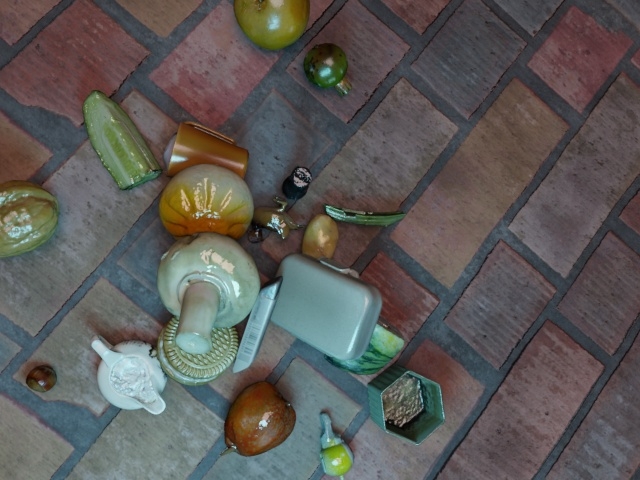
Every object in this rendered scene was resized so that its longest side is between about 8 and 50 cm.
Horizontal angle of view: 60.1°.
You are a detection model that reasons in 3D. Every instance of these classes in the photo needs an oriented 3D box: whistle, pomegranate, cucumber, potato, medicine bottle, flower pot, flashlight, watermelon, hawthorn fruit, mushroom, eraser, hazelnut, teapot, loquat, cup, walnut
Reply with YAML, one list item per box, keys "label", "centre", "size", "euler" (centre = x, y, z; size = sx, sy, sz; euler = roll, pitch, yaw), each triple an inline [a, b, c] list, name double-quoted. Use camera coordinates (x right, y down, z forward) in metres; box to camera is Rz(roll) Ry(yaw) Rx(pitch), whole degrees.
- label: "whistle"
  centre: [0.048, 0.681, 1.836]
  size: [0.122, 0.123, 0.223]
  euler: [-12, 72, -11]
- label: "pomegranate"
  centre: [0.031, -0.591, 1.925]
  size: [0.205, 0.159, 0.159]
  euler: [45, 78, -29]
- label: "cucumber"
  centre: [-0.652, -0.322, 1.791]
  size: [0.145, 0.105, 0.326]
  euler: [-32, 92, 15]
- label: "potato"
  centre: [0.000, 0.000, 1.880]
  size: [0.118, 0.109, 0.178]
  euler: [15, 87, -31]
- label: "medicine bottle"
  centre: [0.003, 0.202, 1.748]
  size: [0.374, 0.123, 0.283]
  euler: [24, 97, 34]
- label: "flower pot"
  centre: [0.282, 0.540, 1.846]
  size: [0.209, 0.189, 0.240]
  euler: [-6, 85, -11]
- label: "flashlight"
  centre: [-0.072, -0.189, 1.819]
  size: [0.092, 0.232, 0.093]
  euler: [1, 87, -11]
- label: "watermelon"
  centre: [0.147, 0.327, 1.880]
  size: [0.212, 0.201, 0.262]
  euler: [30, 122, -7]
- label: "hawthorn fruit"
  centre: [-0.213, 0.579, 1.739]
  size: [0.262, 0.210, 0.211]
  euler: [-39, 93, -13]
- label: "mushroom"
  centre: [-0.328, 0.156, 1.657]
  size: [0.314, 0.315, 0.357]
  euler: [-10, 78, -11]
- label: "eraser"
  centre: [-0.199, 0.268, 1.761]
  size: [0.061, 0.089, 0.352]
  euler: [21, 106, 4]
- label: "hazelnut"
  centre: [-0.856, 0.425, 1.701]
  size: [0.085, 0.086, 0.086]
  euler: [1, 85, -11]
- label: "teapot"
  centre: [-0.598, 0.406, 1.713]
  size: [0.208, 0.166, 0.300]
  euler: [-44, 104, 1]
- label: "loquat"
  centre: [-0.162, -0.778, 1.858]
  size: [0.262, 0.263, 0.263]
  euler: [1, 85, -11]
- label: "cup"
  centre: [-0.375, -0.286, 1.819]
  size: [0.263, 0.182, 0.226]
  euler: [14, 51, -16]
- label: "walnut"
  centre: [-0.918, -0.072, 1.659]
  size: [0.257, 0.257, 0.224]
  euler: [-36, 60, -11]

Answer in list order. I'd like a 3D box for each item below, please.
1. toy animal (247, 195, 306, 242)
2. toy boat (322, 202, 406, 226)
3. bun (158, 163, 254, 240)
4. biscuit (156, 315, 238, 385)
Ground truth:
- label: "toy animal"
  centre: [-0.151, -0.051, 1.874]
  size: [0.188, 0.089, 0.179]
  euler: [25, 98, -8]
- label: "toy boat"
  centre: [0.152, -0.087, 1.926]
  size: [0.292, 0.093, 0.055]
  euler: [5, 102, -10]
- label: "bun"
  centre: [-0.352, -0.084, 1.734]
  size: [0.298, 0.165, 0.299]
  euler: [-5, 125, -8]
- label: "biscuit"
  centre: [-0.388, 0.328, 1.755]
  size: [0.258, 0.079, 0.259]
  euler: [12, 58, -20]
